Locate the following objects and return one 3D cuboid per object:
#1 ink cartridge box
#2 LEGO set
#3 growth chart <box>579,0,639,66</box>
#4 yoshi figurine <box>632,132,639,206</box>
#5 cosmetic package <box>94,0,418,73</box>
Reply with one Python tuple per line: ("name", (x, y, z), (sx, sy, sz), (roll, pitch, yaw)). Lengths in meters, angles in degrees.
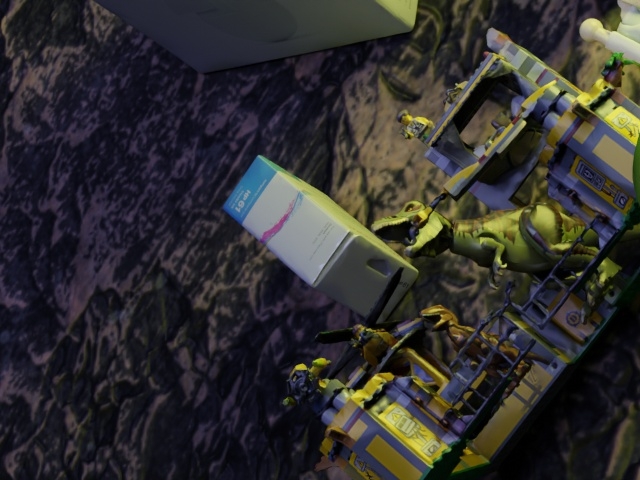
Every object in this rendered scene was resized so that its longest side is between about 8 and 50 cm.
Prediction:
("ink cartridge box", (0.000, 0.000, 1.387), (0.052, 0.088, 0.122), (-55, 46, 4))
("LEGO set", (0.084, 0.001, 1.200), (0.192, 0.255, 0.331), (40, 109, 17))
("growth chart", (0.301, -0.184, 1.240), (0.172, 0.021, 0.237), (40, 91, 32))
("yoshi figurine", (0.303, -0.089, 1.020), (0.362, 0.203, 0.203), (-40, 10, -23))
("cosmetic package", (-0.071, -0.250, 1.475), (0.224, 0.225, 0.138), (-7, 65, 37))
